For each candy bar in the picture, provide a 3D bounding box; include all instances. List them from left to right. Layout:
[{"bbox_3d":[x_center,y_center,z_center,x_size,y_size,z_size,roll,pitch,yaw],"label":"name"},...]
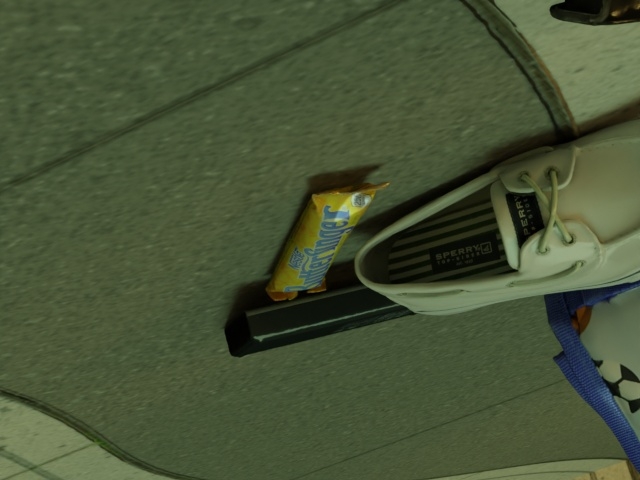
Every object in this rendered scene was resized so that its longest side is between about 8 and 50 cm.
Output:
[{"bbox_3d":[0.000,0.000,0.826,0.040,0.018,0.161,-12,162,-17],"label":"candy bar"}]

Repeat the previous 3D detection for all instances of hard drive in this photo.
[{"bbox_3d":[0.011,0.045,0.946,0.135,0.022,0.094,-13,173,-14],"label":"hard drive"}]

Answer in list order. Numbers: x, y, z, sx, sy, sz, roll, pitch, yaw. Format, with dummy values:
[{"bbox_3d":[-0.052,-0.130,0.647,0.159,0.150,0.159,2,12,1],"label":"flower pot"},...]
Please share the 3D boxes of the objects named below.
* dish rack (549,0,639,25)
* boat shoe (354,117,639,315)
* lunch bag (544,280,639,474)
[{"bbox_3d":[0.222,-0.101,0.437,0.208,0.074,0.271,-11,-164,-26],"label":"dish rack"},{"bbox_3d":[0.120,-0.006,0.807,0.226,0.083,0.076,-27,161,33],"label":"boat shoe"},{"bbox_3d":[0.380,0.060,1.035,0.328,0.238,0.385,-25,144,28],"label":"lunch bag"}]
